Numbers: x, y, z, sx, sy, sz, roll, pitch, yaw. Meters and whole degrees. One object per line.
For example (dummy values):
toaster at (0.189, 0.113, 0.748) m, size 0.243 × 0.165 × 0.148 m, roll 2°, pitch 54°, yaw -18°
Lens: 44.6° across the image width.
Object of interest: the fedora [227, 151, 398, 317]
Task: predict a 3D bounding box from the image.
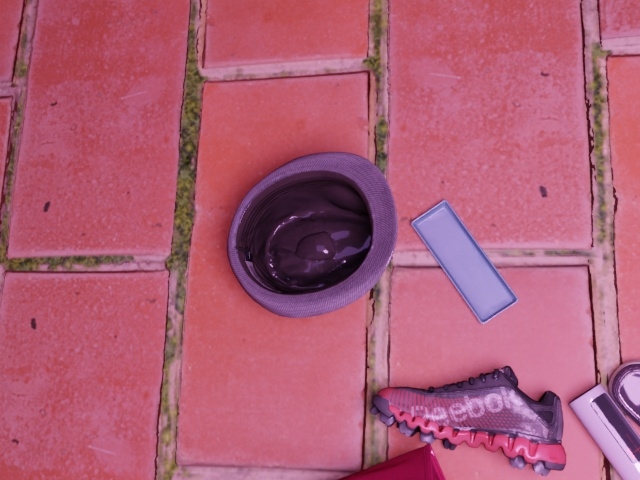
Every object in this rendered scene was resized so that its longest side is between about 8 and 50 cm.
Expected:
fedora at (0.000, 0.000, 1.184) m, size 0.275 × 0.124 × 0.244 m, roll -22°, pitch 71°, yaw 15°

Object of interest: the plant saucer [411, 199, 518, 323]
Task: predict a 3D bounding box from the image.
plant saucer at (0.218, 0.032, 1.187) m, size 0.067 × 0.018 × 0.192 m, roll -34°, pitch 71°, yaw 3°

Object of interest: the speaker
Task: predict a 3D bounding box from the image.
speaker at (0.403, 0.268, 1.071) m, size 0.055 × 0.055 × 0.136 m, roll -33°, pitch 72°, yaw 3°

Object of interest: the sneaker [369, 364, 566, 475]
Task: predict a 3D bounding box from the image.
sneaker at (0.211, 0.234, 1.098) m, size 0.276 × 0.097 × 0.135 m, roll 11°, pitch 80°, yaw 12°

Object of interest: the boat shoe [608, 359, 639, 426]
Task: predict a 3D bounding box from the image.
boat shoe at (0.517, 0.256, 1.024) m, size 0.285 × 0.092 × 0.103 m, roll 37°, pitch 97°, yaw 17°

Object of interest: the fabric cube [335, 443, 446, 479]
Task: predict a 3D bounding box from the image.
fabric cube at (0.067, 0.445, 0.959) m, size 0.258 × 0.254 × 0.259 m, roll -24°, pitch 92°, yaw 10°
